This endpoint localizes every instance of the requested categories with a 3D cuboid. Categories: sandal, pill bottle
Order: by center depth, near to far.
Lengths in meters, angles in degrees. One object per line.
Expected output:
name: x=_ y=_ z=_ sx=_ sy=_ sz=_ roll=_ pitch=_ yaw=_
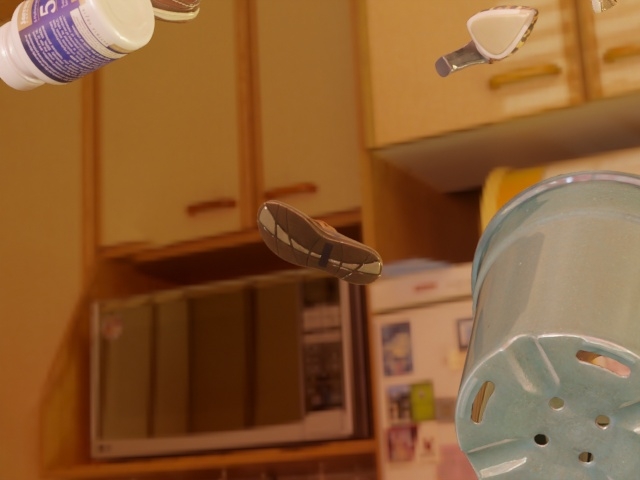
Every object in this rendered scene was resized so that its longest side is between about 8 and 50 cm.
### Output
pill bottle: x=-0.302 y=-0.249 z=1.486 sx=0.187 sy=0.112 sz=0.112 roll=-20 pitch=-21 yaw=30
sandal: x=0.000 y=0.000 z=2.004 sx=0.219 sy=0.090 sz=0.060 roll=21 pitch=26 yaw=2

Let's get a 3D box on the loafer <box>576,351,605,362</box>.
loafer: x=0.434 y=0.122 z=2.042 sx=0.130 sy=0.133 sz=0.366 roll=7 pitch=-43 yaw=-30

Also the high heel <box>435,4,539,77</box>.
high heel: x=0.340 y=-0.378 z=2.220 sx=0.186 sy=0.093 sz=0.261 roll=-27 pitch=1 yaw=-35

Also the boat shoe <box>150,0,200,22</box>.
boat shoe: x=-0.290 y=-0.414 z=1.857 sx=0.258 sy=0.095 sz=0.095 roll=23 pitch=-53 yaw=-13

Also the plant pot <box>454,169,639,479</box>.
plant pot: x=0.311 y=0.135 z=1.447 sx=0.341 sy=0.341 sz=0.334 roll=-9 pitch=21 yaw=23

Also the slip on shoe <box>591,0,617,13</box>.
slip on shoe: x=0.469 y=-0.448 z=2.108 sx=0.041 sy=0.051 sz=0.135 roll=-12 pitch=-56 yaw=19
